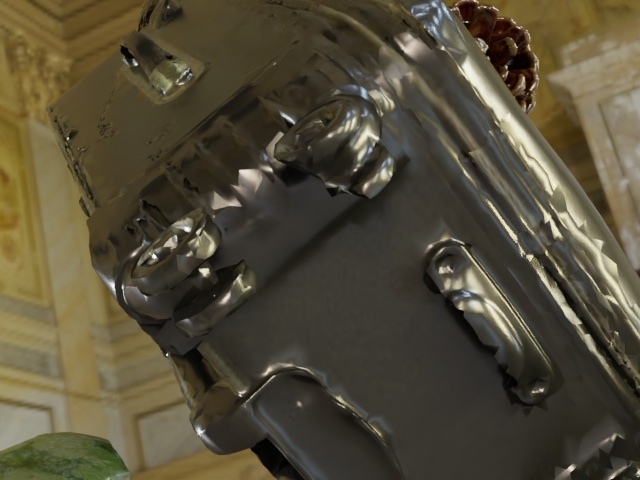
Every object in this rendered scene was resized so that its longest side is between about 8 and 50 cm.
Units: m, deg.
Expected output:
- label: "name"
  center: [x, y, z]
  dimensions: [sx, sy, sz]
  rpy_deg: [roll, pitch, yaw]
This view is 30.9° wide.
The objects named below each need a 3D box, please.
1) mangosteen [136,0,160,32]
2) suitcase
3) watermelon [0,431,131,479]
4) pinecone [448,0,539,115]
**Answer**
- label: "mangosteen"
  center: [-0.062, -0.223, 1.291]
  dimensions: [0.275, 0.274, 0.302]
  rpy_deg: [3, -6, -37]
- label: "suitcase"
  center: [0.000, 0.000, 0.598]
  dimensions: [0.194, 0.283, 0.434]
  rpy_deg: [-41, 21, -5]
- label: "watermelon"
  center: [-0.182, 0.197, 0.719]
  dimensions: [0.098, 0.158, 0.121]
  rpy_deg: [12, -10, 37]
- label: "pinecone"
  center: [0.137, -0.170, 1.201]
  dimensions: [0.179, 0.149, 0.195]
  rpy_deg: [-17, 7, -9]
